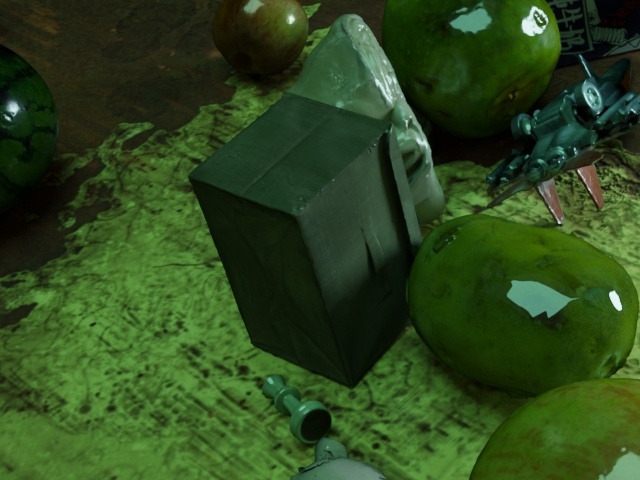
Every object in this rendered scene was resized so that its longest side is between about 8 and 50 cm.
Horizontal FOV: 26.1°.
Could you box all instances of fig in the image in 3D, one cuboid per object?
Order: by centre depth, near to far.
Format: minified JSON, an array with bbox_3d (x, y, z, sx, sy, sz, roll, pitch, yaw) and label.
[{"bbox_3d":[0.144,-0.254,1.616,0.206,0.206,0.275,-30,63,-16],"label":"fig"}]

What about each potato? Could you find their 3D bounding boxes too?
[{"bbox_3d":[0.188,0.062,1.303,0.186,0.148,0.253,-2,25,-26],"label":"potato"}]

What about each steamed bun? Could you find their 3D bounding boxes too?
[{"bbox_3d":[0.033,-0.109,1.501,0.144,0.218,0.211,-25,62,-1],"label":"steamed bun"}]

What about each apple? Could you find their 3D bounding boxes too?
[{"bbox_3d":[0.220,0.222,1.020,0.226,0.246,0.246,12,45,46],"label":"apple"},{"bbox_3d":[-0.080,-0.279,1.839,0.126,0.126,0.102,9,61,30],"label":"apple"}]

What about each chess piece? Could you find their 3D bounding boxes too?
[{"bbox_3d":[-0.029,0.159,1.348,0.042,0.042,0.093,-31,36,-17],"label":"chess piece"}]

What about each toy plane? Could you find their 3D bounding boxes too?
[{"bbox_3d":[0.294,-0.142,1.542,0.223,0.104,0.326,-25,23,40],"label":"toy plane"}]

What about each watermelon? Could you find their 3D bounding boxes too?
[{"bbox_3d":[-0.447,-0.138,1.711,0.242,0.242,0.242,-11,38,8],"label":"watermelon"}]

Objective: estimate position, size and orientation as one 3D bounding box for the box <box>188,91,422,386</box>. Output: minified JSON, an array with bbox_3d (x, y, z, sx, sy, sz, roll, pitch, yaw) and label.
[{"bbox_3d":[0.000,0.000,1.375,0.155,0.231,0.149,21,52,37],"label":"box"}]

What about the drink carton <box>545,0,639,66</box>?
[{"bbox_3d":[0.327,-0.303,1.703,0.222,0.134,0.102,-12,36,6],"label":"drink carton"}]

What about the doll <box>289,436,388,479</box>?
[{"bbox_3d":[0.032,0.247,1.173,0.192,0.095,0.149,14,49,30],"label":"doll"}]

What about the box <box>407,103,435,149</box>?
[{"bbox_3d":[0.085,-0.126,1.656,0.105,0.037,0.105,-10,39,8],"label":"box"}]
